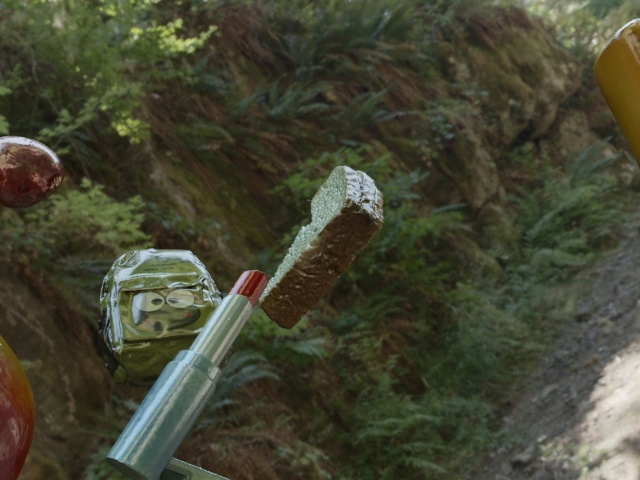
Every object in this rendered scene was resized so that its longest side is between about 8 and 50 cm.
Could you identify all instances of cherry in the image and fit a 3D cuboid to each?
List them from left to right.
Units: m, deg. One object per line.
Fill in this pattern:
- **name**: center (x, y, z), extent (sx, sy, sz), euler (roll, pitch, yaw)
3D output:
- **cherry**: center (-0.429, -0.083, 0.880), extent (0.226, 0.107, 0.090), euler (-15, -38, -51)

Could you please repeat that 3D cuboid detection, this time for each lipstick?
- **lipstick**: center (-0.139, 0.143, 0.791), extent (0.068, 0.061, 0.274), euler (-27, 26, 53)

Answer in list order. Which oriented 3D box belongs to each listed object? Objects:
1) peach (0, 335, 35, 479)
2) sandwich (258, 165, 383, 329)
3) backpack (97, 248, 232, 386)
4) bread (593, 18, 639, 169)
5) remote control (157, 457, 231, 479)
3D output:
- **peach**: center (-0.274, 0.115, 0.429), extent (0.197, 0.197, 0.197), euler (-34, -3, -2)
- **sandwich**: center (0.004, 0.003, 1.312), extent (0.288, 0.100, 0.254), euler (-51, 16, 17)
- **backpack**: center (-0.255, 0.120, 1.119), extent (0.207, 0.253, 0.139), euler (-4, -50, -20)
- **bread**: center (0.353, -0.107, 0.706), extent (0.093, 0.239, 0.074), euler (-13, -14, -46)
- **remote control**: center (-0.160, 0.444, 1.120), extent (0.051, 0.293, 0.103), euler (-38, 30, 42)
